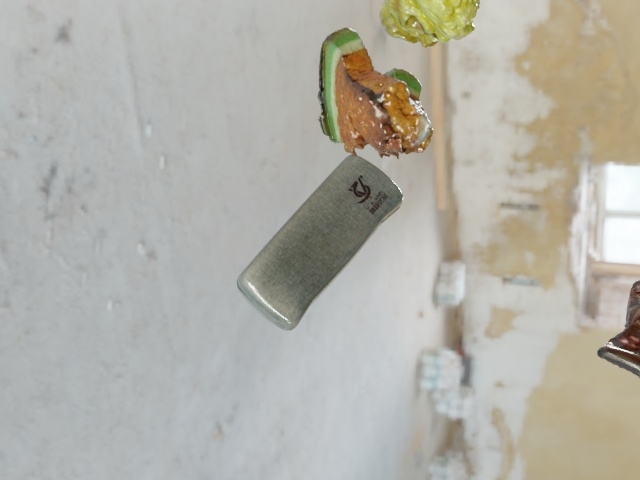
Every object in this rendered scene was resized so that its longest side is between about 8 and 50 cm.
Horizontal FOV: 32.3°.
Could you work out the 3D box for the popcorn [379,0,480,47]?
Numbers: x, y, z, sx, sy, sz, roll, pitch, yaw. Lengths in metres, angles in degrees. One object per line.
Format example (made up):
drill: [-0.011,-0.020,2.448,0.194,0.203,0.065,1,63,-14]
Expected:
popcorn: [0.249,-0.529,2.448,0.174,0.225,0.286,-52,170,-22]

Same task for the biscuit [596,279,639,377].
biscuit: [0.533,0.151,1.729,0.235,0.151,0.063,-47,160,-43]

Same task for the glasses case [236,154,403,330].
glasses case: [0.000,0.000,1.873,0.323,0.131,0.074,-48,177,-19]

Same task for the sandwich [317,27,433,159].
sandwich: [0.122,-0.263,2.102,0.162,0.301,0.250,-24,131,-19]
